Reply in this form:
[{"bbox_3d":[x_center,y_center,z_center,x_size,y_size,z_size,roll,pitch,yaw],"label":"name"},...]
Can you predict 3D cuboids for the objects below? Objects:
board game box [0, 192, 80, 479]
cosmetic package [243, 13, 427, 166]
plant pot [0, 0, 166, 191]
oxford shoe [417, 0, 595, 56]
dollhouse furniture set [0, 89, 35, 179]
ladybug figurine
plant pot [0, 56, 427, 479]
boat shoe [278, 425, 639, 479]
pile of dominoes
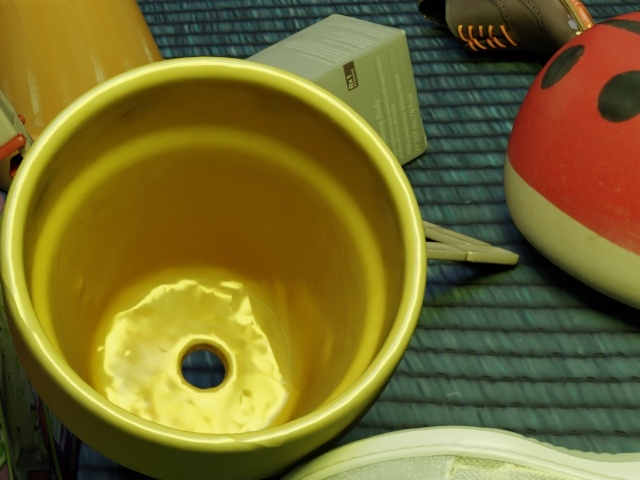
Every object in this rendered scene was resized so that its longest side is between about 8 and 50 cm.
[{"bbox_3d":[-0.211,0.130,1.130,0.056,0.208,0.347,-10,29,2],"label":"board game box"},{"bbox_3d":[-0.032,-0.091,1.540,0.238,0.127,0.107,-34,36,-32],"label":"cosmetic package"},{"bbox_3d":[-0.238,-0.170,1.684,0.205,0.188,0.205,-9,29,5],"label":"plant pot"},{"bbox_3d":[0.185,-0.208,1.728,0.098,0.097,0.271,-38,29,-6],"label":"oxford shoe"},{"bbox_3d":[-0.362,-0.030,1.509,0.259,0.135,0.262,-31,18,0],"label":"dollhouse furniture set"},{"bbox_3d":[0.318,-0.067,1.338,0.305,0.162,0.449,-33,36,-33],"label":"ladybug figurine"},{"bbox_3d":[-0.073,0.048,1.148,0.254,0.239,0.254,2,67,-5],"label":"plant pot"},{"bbox_3d":[0.122,0.182,1.024,0.320,0.118,0.103,4,50,12],"label":"boat shoe"},{"bbox_3d":[0.000,0.000,1.393,0.251,0.040,0.196,4,12,-41],"label":"pile of dominoes"}]
